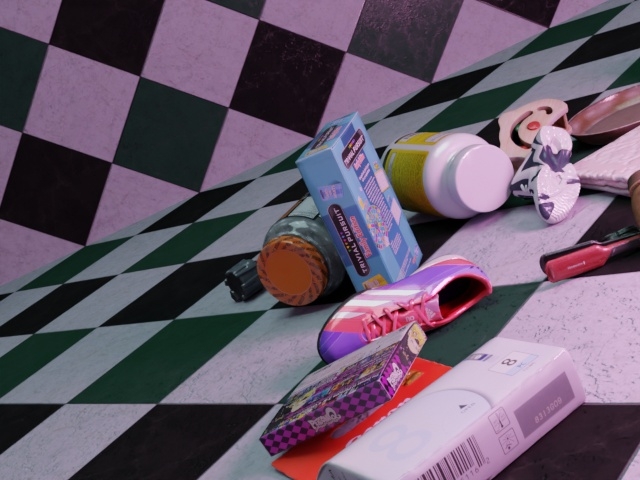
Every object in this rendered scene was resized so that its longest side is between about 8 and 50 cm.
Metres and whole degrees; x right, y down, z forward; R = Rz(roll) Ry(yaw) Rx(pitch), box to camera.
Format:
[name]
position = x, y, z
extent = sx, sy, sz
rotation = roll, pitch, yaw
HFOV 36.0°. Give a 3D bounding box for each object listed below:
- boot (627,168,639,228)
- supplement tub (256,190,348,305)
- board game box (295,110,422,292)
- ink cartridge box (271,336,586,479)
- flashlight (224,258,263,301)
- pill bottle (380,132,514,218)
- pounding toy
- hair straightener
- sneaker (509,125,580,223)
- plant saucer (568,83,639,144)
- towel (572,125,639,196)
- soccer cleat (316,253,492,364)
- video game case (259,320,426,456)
[boot]
position = 0.634, -0.086, 1.531
extent = 0.305, 0.112, 0.115
rotation = -23, 46, 34
[supplement tub]
position = 0.000, 0.000, 2.131
extent = 0.194, 0.193, 0.316
rotation = -15, 19, 34
[board game box]
position = 0.083, -0.055, 1.911
extent = 0.079, 0.336, 0.254
rotation = -20, 16, 21
[ink cartridge box]
position = 0.120, 0.237, 1.357
extent = 0.308, 0.091, 0.385
rotation = -33, 18, -25
[flashlight]
position = -0.094, 0.027, 2.362
extent = 0.304, 0.103, 0.103
rotation = -34, 12, -32
[pill bottle]
position = 0.278, -0.145, 2.179
extent = 0.188, 0.187, 0.334
rotation = -30, 16, -16
[pounding toy]
position = 0.491, -0.212, 2.216
extent = 0.154, 0.154, 0.269
rotation = -9, 41, 18
[hair straightener]
position = 0.475, 0.002, 1.648
extent = 0.230, 0.047, 0.089
rotation = -24, 16, 4
[sneaker]
position = 0.446, -0.101, 1.984
extent = 0.094, 0.153, 0.235
rotation = 7, 54, -9
[plant saucer]
position = 0.713, -0.290, 2.236
extent = 0.311, 0.050, 0.310
rotation = -24, 16, 7
[towel]
position = 0.681, -0.176, 1.903
extent = 0.317, 0.053, 0.332
rotation = -30, 15, -12
[soccer cleat]
position = 0.142, 0.123, 1.678
extent = 0.318, 0.108, 0.116
rotation = -27, 19, -13
[video game case]
position = 0.038, 0.224, 1.510
extent = 0.232, 0.041, 0.210
rotation = -31, 6, 27
